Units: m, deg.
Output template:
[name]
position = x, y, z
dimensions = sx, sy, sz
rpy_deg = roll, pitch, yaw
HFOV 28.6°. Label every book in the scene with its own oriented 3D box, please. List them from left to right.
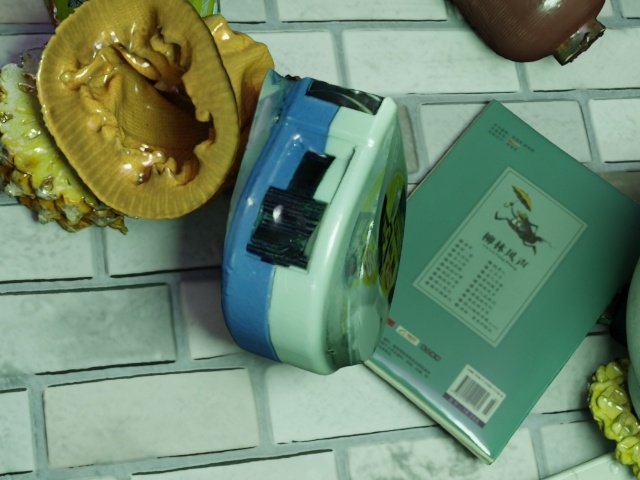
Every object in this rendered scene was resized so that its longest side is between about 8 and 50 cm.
[book]
position = 0.198, 0.034, 1.440
dimensions = 0.264, 0.031, 0.379
rpy_deg = 39, 66, 8

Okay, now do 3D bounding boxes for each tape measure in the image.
[tape measure]
position = 0.002, -0.002, 1.269
dimensions = 0.138, 0.259, 0.262
rpy_deg = 9, 65, 15

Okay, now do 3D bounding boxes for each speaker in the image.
[speaker]
position = 0.361, 0.085, 1.484
dimensions = 0.094, 0.060, 0.075
rpy_deg = 14, 64, 26

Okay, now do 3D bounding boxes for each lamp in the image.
[lamp]
position = 0.241, -0.328, 1.521
dimensions = 0.180, 0.180, 0.258
rpy_deg = -35, 84, -24

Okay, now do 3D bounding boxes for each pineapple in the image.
[pineapple]
position = -0.299, -0.095, 1.334
dimensions = 0.135, 0.079, 0.233
rpy_deg = -21, 73, -30

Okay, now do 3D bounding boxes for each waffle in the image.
[waffle]
position = 0.379, 0.202, 1.417
dimensions = 0.194, 0.051, 0.149
rpy_deg = 4, 53, -40

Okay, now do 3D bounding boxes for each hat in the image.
[hat]
position = -0.130, -0.139, 1.330
dimensions = 0.244, 0.233, 0.234
rpy_deg = 1, 91, 28

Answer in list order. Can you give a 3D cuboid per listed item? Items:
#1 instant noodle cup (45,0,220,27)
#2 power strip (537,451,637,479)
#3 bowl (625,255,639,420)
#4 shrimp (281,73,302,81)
[instant noodle cup]
position = -0.196, -0.300, 1.391
dimensions = 0.204, 0.153, 0.205
rpy_deg = 5, 72, -15
[power strip]
position = 0.230, 0.315, 1.359
dimensions = 0.338, 0.058, 0.098
rpy_deg = -16, 76, -20
[bowl]
position = 0.460, 0.144, 1.342
dimensions = 0.434, 0.196, 0.435
rpy_deg = 25, 41, -24
[shrimp]
position = -0.064, -0.147, 1.446
dimensions = 0.127, 0.025, 0.091
rpy_deg = -34, 84, -19
